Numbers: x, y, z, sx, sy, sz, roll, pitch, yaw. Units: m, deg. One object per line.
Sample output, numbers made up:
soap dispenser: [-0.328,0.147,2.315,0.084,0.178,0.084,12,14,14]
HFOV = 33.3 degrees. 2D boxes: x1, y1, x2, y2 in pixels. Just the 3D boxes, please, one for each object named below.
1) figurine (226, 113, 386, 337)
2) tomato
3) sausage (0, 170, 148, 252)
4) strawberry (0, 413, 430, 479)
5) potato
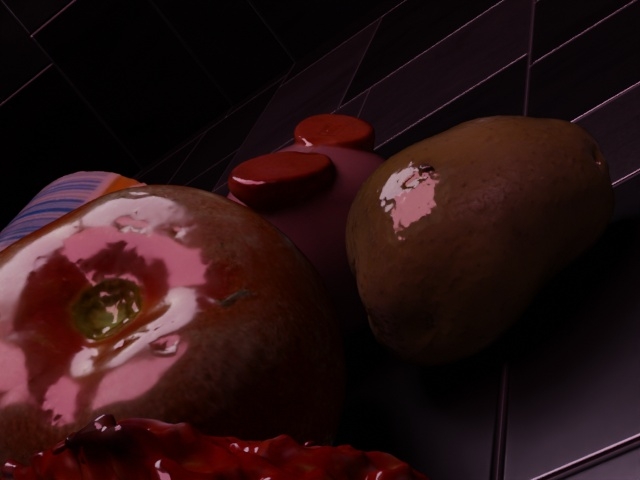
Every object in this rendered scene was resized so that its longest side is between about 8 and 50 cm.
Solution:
figurine: [0.000,0.000,0.873,0.173,0.173,0.173,-35,17,12]
tomato: [-0.111,0.103,0.721,0.270,0.222,0.270,-7,49,8]
sausage: [-0.261,0.085,1.101,0.233,0.233,0.287,-31,18,26]
strawberry: [-0.021,0.152,0.478,0.178,0.234,0.234,-25,4,-42]
potato: [0.110,-0.007,0.732,0.194,0.157,0.157,-25,17,1]
